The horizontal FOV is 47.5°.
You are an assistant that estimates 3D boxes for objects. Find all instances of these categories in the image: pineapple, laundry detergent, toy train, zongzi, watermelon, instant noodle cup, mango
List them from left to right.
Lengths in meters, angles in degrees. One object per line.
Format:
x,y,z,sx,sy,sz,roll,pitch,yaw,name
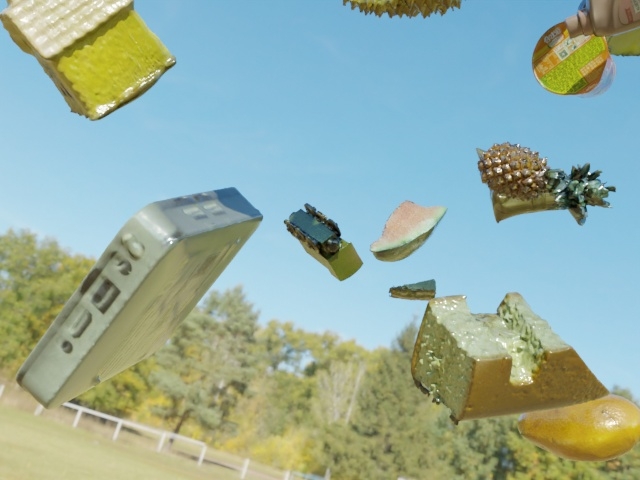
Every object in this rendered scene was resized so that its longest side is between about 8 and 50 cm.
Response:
0.000,0.000,1.757,0.225,0.090,0.137,38,-17,56,toy train
0.149,-0.003,1.315,0.080,0.155,0.101,31,-42,16,watermelon
0.469,-0.146,1.640,0.205,0.204,0.094,-8,-42,-2,zongzi
0.310,-0.090,1.052,0.103,0.083,0.221,20,6,-42,pineapple
0.451,0.327,1.289,0.227,0.147,0.109,-13,-75,41,mango
0.585,-0.390,1.636,0.169,0.168,0.185,4,2,35,instant noodle cup
0.579,-0.486,1.386,0.237,0.076,0.171,-16,-73,22,laundry detergent

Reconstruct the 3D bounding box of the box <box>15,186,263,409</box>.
-0.299,0.086,1.265,0.111,0.396,0.396,42,16,7,box

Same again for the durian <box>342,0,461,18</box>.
0.112,-0.361,0.897,0.138,0.193,0.237,2,36,-49,durian

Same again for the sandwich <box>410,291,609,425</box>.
0.249,0.146,0.913,0.236,0.128,0.122,-2,30,-19,sandwich

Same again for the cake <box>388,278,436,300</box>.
0.267,0.151,2.086,0.140,0.055,0.051,-9,-46,-4,cake

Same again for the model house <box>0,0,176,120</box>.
-0.393,-0.346,1.219,0.175,0.193,0.234,33,-21,50,model house

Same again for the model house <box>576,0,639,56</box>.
0.711,-0.568,1.714,0.170,0.211,0.193,-7,-41,-22,model house
